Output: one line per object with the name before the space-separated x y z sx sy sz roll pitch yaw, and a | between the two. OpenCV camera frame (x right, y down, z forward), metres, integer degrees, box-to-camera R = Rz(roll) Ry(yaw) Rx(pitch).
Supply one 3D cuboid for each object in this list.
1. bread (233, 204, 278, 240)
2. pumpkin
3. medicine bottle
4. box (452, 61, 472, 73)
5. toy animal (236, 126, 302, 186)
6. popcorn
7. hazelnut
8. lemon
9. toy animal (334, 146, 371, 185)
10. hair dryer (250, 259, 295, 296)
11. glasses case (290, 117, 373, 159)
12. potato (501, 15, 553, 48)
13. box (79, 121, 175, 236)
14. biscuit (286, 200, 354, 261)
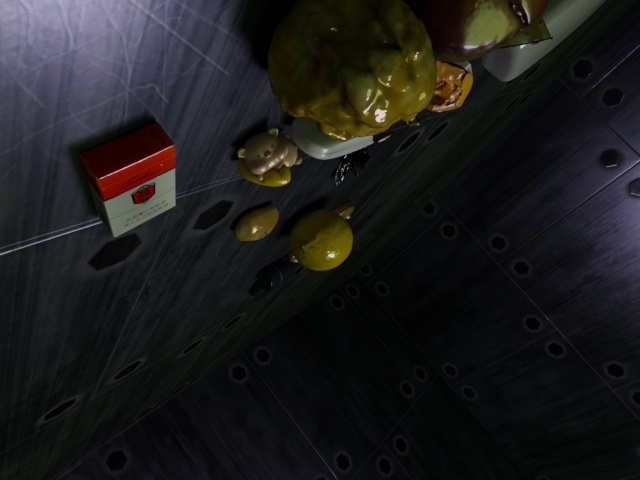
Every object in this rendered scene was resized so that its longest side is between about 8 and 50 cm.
bread | -0.138 -0.034 1.068 0.082 0.056 0.115 -46 167 34
pumpkin | 0.213 -0.315 0.974 0.183 0.107 0.119 -22 154 -36
medicine bottle | 0.555 -0.551 1.112 0.375 0.123 0.282 -42 171 7
box | 0.325 -0.399 1.171 0.089 0.043 0.125 -43 169 18
toy animal | -0.077 -0.142 0.777 0.114 0.091 0.082 -33 153 -25
popcorn | 0.031 -0.211 0.589 0.190 0.191 0.253 -27 179 6
hazelnut | 0.181 -0.339 0.603 0.208 0.208 0.208 -38 169 -9
lemon | 0.000 0.000 1.357 0.178 0.178 0.203 -46 169 29
toy animal | 0.090 -0.206 1.171 0.220 0.062 0.108 -49 -176 37
hair dryer | -0.186 0.149 1.650 0.124 0.071 0.219 -25 168 -46
glasses case | 0.038 -0.205 0.874 0.233 0.092 0.059 -26 158 -46
potato | 0.352 -0.436 0.935 0.182 0.117 0.202 7 -153 42
box | -0.240 -0.073 0.611 0.100 0.048 0.152 -36 167 -28
biscuit | 0.010 -0.022 1.643 0.301 0.049 0.197 -46 170 25
